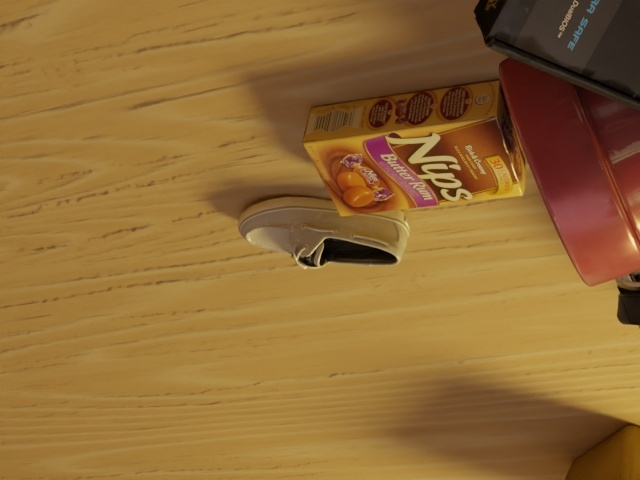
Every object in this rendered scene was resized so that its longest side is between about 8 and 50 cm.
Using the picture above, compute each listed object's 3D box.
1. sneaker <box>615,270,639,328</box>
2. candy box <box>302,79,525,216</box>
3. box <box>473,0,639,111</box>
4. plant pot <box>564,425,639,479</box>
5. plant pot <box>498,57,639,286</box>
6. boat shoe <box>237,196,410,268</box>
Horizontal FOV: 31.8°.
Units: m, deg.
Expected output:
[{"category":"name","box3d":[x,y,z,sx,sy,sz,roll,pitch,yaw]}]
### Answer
[{"category":"sneaker","box3d":[0.352,0.050,1.085,0.122,0.146,0.330,-21,131,37]},{"category":"candy box","box3d":[0.089,-0.084,1.054,0.186,0.053,0.109,-7,138,21]},{"category":"box","box3d":[0.295,-0.210,0.723,0.293,0.073,0.296,22,115,-10]},{"category":"plant pot","box3d":[0.415,0.363,1.437,0.212,0.187,0.212,20,143,-12]},{"category":"plant pot","box3d":[0.263,-0.087,0.906,0.180,0.201,0.201,-23,133,16]},{"category":"boat shoe","box3d":[0.000,0.000,1.175,0.184,0.063,0.066,5,143,7]}]
